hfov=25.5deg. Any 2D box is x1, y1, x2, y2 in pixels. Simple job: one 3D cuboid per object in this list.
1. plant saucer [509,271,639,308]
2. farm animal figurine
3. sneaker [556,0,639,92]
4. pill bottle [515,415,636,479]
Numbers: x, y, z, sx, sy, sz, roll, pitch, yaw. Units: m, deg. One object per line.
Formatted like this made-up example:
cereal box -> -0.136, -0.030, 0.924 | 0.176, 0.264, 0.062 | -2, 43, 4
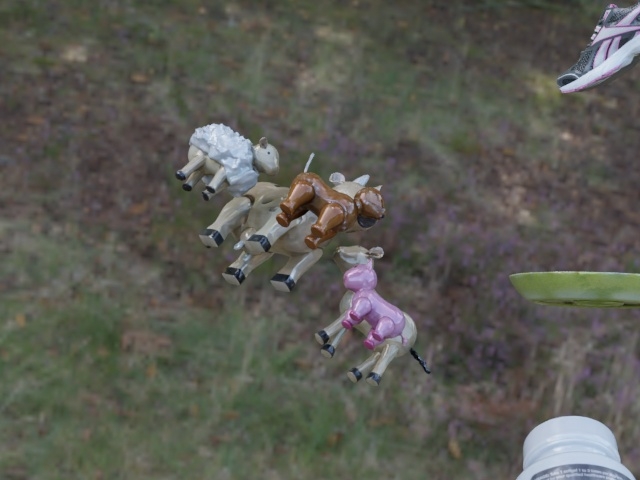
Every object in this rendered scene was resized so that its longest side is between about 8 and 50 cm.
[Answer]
plant saucer -> 0.374, 0.069, 1.905 | 0.241, 0.037, 0.241 | 3, -5, 0
farm animal figurine -> 0.000, 0.000, 1.826 | 0.327, 0.330, 0.172 | 21, 54, 33
sneaker -> 0.363, -0.248, 1.735 | 0.072, 0.178, 0.077 | -7, 67, -61
pill bottle -> 0.338, 0.390, 1.848 | 0.176, 0.176, 0.318 | 8, 41, -4
